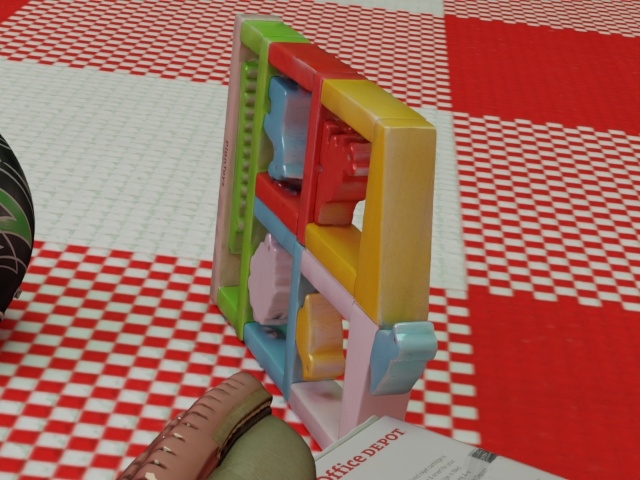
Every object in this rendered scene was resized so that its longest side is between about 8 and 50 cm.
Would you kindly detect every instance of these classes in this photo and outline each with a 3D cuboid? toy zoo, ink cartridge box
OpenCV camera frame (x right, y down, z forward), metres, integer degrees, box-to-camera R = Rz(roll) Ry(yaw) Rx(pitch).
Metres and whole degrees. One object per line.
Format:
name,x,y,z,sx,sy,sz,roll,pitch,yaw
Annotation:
toy zoo,0.000,0.000,0.850,0.030,0.192,0.293,-1,20,-21
ink cartridge box,0.060,0.137,0.686,0.135,0.056,0.099,17,22,27

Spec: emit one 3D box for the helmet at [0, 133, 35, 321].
helmet,-0.246,-0.013,0.882,0.169,0.169,0.161,22,42,37

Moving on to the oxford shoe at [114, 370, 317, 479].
oxford shoe,-0.046,0.183,0.434,0.146,0.140,0.397,31,31,-5
